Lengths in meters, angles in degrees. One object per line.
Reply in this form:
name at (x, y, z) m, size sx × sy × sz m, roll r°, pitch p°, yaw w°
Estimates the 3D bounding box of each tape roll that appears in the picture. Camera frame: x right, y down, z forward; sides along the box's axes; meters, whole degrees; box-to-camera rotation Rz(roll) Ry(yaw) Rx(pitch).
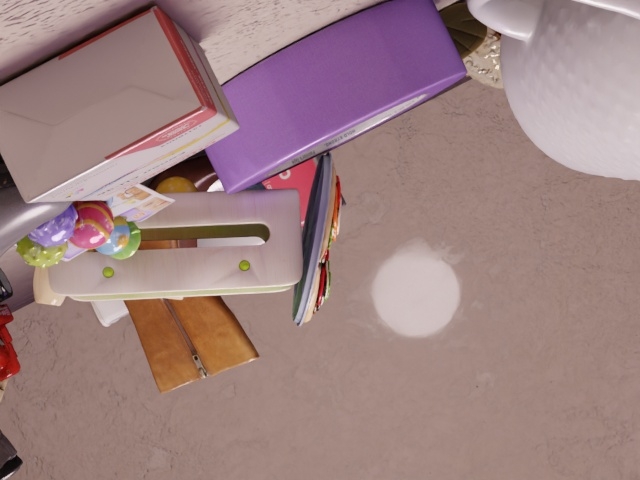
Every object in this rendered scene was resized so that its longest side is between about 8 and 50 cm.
tape roll at (0.007, -0.146, 0.965) m, size 0.274 × 0.090 × 0.275 m, roll -27°, pitch -178°, yaw 1°

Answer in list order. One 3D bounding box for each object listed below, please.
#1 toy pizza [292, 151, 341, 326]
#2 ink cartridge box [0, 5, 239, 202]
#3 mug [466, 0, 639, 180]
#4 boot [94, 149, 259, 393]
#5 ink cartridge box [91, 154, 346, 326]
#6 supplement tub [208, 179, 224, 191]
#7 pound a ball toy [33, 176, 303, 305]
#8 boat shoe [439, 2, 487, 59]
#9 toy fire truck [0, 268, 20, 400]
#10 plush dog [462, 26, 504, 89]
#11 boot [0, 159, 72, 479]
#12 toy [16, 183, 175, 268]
toy pizza at (0.000, 0.000, 1.078) m, size 0.032 × 0.201 × 0.201 m, roll 10°, pitch 179°, yaw -5°
ink cartridge box at (-0.120, -0.078, 0.604) m, size 0.115 × 0.067 × 0.198 m, roll -27°, pitch -178°, yaw 4°
mug at (0.319, -0.200, 0.899) m, size 0.373 × 0.276 × 0.328 m, roll 13°, pitch -176°, yaw -14°
boot at (-0.156, 0.035, 1.208) m, size 0.264 × 0.281 × 0.096 m, roll -26°, pitch -177°, yaw 11°
ink cartridge box at (-0.169, -0.037, 1.460) m, size 0.384 × 0.161 × 0.279 m, roll -27°, pitch -178°, yaw 4°
supplement tub at (-0.140, -0.095, 1.280) m, size 0.107 × 0.071 × 0.071 m, roll -26°, pitch -178°, yaw 3°
pound a ball toy at (-0.189, 0.000, 1.107) m, size 0.319 × 0.136 × 0.208 m, roll -2°, pitch 174°, yaw -6°
boat shoe at (0.097, -0.202, 1.131) m, size 0.223 × 0.080 × 0.073 m, roll -31°, pitch 177°, yaw 7°
toy fire truck at (-0.495, 0.179, 1.352) m, size 0.158 × 0.246 × 0.217 m, roll -27°, pitch -178°, yaw -6°
plush dog at (0.300, -0.264, 1.354) m, size 0.225 × 0.211 × 0.262 m, roll 8°, pitch 167°, yaw -23°
boot at (-0.277, 0.083, 0.717) m, size 0.338 × 0.223 × 0.118 m, roll -25°, pitch -178°, yaw 25°
toy at (-0.228, -0.011, 0.863) m, size 0.136 × 0.056 × 0.237 m, roll -28°, pitch 168°, yaw 9°
